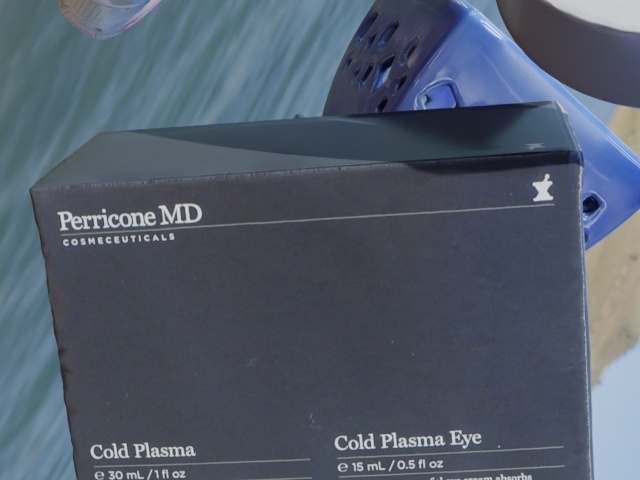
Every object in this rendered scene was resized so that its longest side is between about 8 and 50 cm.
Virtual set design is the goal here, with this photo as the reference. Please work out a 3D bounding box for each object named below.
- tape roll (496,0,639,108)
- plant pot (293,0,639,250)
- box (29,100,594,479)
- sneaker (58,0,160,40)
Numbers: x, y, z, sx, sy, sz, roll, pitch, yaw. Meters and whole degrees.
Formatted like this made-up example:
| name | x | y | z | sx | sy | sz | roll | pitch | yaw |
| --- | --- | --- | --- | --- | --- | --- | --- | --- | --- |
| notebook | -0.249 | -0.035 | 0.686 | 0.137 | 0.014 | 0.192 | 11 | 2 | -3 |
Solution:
| name | x | y | z | sx | sy | sz | roll | pitch | yaw |
| --- | --- | --- | --- | --- | --- | --- | --- | --- | --- |
| tape roll | 0.203 | -0.183 | 0.762 | 0.219 | 0.219 | 0.072 | -59 | 155 | -19 |
| plant pot | 0.111 | -0.074 | 1.159 | 0.212 | 0.236 | 0.236 | -48 | -158 | 10 |
| box | 0.009 | 0.081 | 0.920 | 0.179 | 0.343 | 0.313 | -74 | 160 | -72 |
| sneaker | -0.131 | -0.247 | 1.001 | 0.111 | 0.103 | 0.252 | -37 | -162 | 49 |
